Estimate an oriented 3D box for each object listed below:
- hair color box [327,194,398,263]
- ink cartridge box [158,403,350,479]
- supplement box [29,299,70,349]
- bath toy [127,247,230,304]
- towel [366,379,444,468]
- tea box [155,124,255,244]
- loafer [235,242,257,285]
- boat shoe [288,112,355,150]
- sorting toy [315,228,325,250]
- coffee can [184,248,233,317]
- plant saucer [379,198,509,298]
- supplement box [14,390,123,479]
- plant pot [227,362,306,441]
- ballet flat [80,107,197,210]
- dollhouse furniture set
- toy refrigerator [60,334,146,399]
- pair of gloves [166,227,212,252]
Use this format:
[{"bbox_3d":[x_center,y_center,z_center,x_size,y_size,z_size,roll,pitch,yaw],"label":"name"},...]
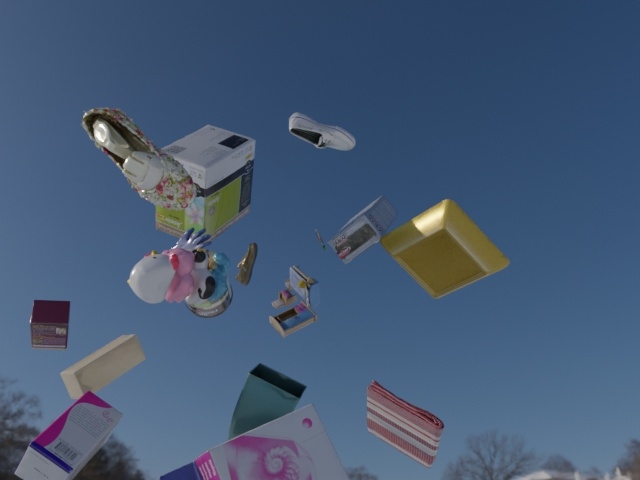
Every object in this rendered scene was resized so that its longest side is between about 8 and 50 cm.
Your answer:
[{"bbox_3d":[0.178,-0.051,2.272,0.185,0.113,0.374,-38,2,24],"label":"hair color box"},{"bbox_3d":[-0.088,0.520,1.078,0.330,0.324,0.071,-17,-23,-31],"label":"ink cartridge box"},{"bbox_3d":[-0.827,0.260,1.758,0.104,0.080,0.188,6,-35,-22],"label":"supplement box"},{"bbox_3d":[-0.349,0.079,1.463,0.129,0.151,0.348,-43,-14,10],"label":"bath toy"},{"bbox_3d":[0.246,0.557,1.718,0.237,0.037,0.329,27,-33,24],"label":"towel"},{"bbox_3d":[-0.419,-0.206,2.104,0.220,0.329,0.323,20,-57,17],"label":"tea box"},{"bbox_3d":[-0.238,0.074,1.833,0.050,0.148,0.056,16,12,0],"label":"loafer"},{"bbox_3d":[0.001,-0.323,1.810,0.226,0.075,0.083,18,-38,-11],"label":"boat shoe"},{"bbox_3d":[0.000,0.000,2.213,0.012,0.083,0.062,-26,-41,2],"label":"sorting toy"},{"bbox_3d":[-0.460,0.175,2.279,0.202,0.201,0.275,1,-23,-4],"label":"coffee can"},{"bbox_3d":[0.416,0.060,1.979,0.333,0.081,0.333,43,-49,-16],"label":"plant saucer"},{"bbox_3d":[-0.586,0.475,1.353,0.111,0.220,0.114,35,-68,1],"label":"supplement box"},{"bbox_3d":[-0.174,0.518,1.705,0.166,0.234,0.165,26,0,6],"label":"plant pot"},{"bbox_3d":[-0.298,-0.130,0.908,0.091,0.241,0.077,-54,-21,10],"label":"ballet flat"},{"bbox_3d":[-0.163,0.263,2.805,0.198,0.286,0.303,-23,-48,-28],"label":"dollhouse furniture set"},{"bbox_3d":[-0.752,0.435,1.995,0.094,0.102,0.269,-9,15,35],"label":"toy refrigerator"},{"bbox_3d":[-0.376,0.066,1.732,0.159,0.198,0.023,-31,-13,17],"label":"pair of gloves"}]
